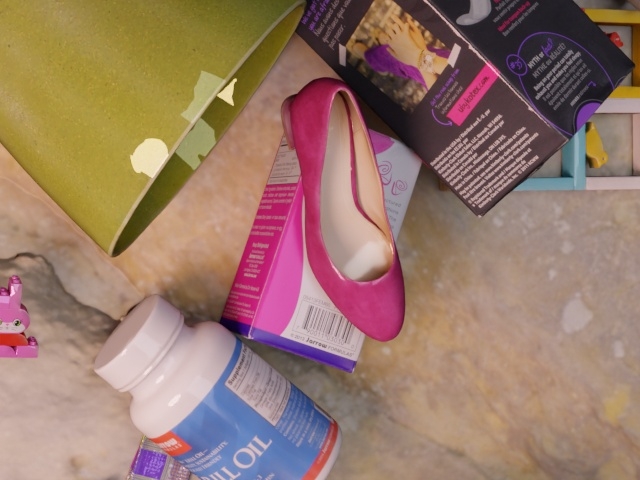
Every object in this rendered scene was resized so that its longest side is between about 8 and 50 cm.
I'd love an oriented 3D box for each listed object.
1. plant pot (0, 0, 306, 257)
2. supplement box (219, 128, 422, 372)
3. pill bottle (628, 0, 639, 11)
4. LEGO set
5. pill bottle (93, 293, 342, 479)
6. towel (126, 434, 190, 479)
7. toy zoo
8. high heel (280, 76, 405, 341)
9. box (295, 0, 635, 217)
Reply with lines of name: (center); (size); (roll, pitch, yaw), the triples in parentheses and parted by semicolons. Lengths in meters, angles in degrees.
plant pot: (-0.209, -0.182, 1.157); (0.293, 0.275, 0.275); (37, 79, -1)
supplement box: (0.000, 0.000, 1.295); (0.111, 0.114, 0.220); (21, 86, -19)
pill bottle: (0.294, -0.339, 1.390); (0.208, 0.119, 0.119); (42, 78, -16)
LEGO set: (-0.360, 0.041, 1.175); (0.227, 0.087, 0.093); (3, 106, -20)
pill bottle: (-0.097, 0.153, 1.258); (0.221, 0.124, 0.124); (41, 78, -15)
towel: (-0.153, 0.224, 1.299); (0.060, 0.009, 0.083); (21, 85, -19)
toy zoo: (0.262, -0.147, 1.430); (0.293, 0.030, 0.192); (-2, 92, -20)
high heel: (0.034, -0.024, 1.185); (0.082, 0.117, 0.244); (-17, 96, -18)
box: (0.127, -0.186, 1.262); (0.270, 0.143, 0.165); (46, 47, 0)
